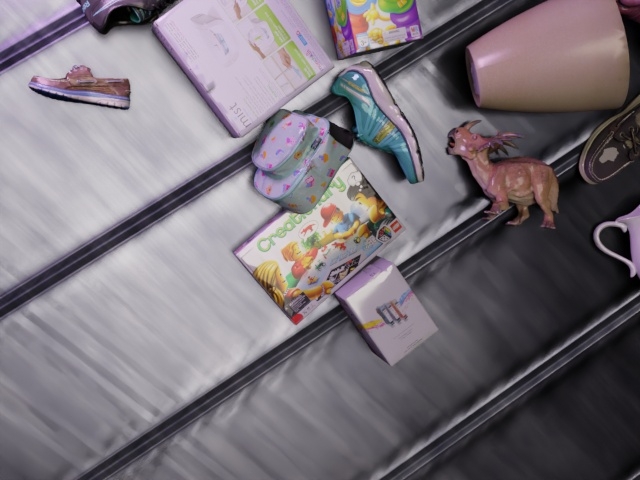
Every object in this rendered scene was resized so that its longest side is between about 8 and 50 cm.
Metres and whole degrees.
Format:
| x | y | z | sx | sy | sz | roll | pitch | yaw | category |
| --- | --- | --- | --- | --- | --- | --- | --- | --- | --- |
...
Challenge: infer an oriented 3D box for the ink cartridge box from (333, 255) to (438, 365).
| x | y | z | sx | sy | sz | roll | pitch | yaw | category |
| --- | --- | --- | --- | --- | --- | --- | --- | --- | --- |
| 0.127 | 0.140 | 1.650 | 0.127 | 0.128 | 0.176 | -36 | 102 | -7 | ink cartridge box |

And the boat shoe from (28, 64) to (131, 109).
| x | y | z | sx | sy | sz | roll | pitch | yaw | category |
| --- | --- | --- | --- | --- | --- | --- | --- | --- | --- |
| -0.445 | -0.290 | 1.498 | 0.183 | 0.066 | 0.066 | 7 | 90 | -24 | boat shoe |

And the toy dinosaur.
| x | y | z | sx | sy | sz | roll | pitch | yaw | category |
| --- | --- | --- | --- | --- | --- | --- | --- | --- | --- |
| 0.417 | -0.136 | 1.699 | 0.295 | 0.127 | 0.200 | 12 | 87 | -20 | toy dinosaur |

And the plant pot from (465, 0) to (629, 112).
| x | y | z | sx | sy | sz | roll | pitch | yaw | category |
| --- | --- | --- | --- | --- | --- | --- | --- | --- | --- |
| 0.442 | -0.362 | 1.629 | 0.274 | 0.256 | 0.257 | -13 | 99 | 4 | plant pot |

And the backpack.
| x | y | z | sx | sy | sz | roll | pitch | yaw | category |
| --- | --- | --- | --- | --- | --- | --- | --- | --- | --- |
| -0.047 | -0.152 | 1.548 | 0.144 | 0.166 | 0.188 | 21 | 96 | -38 | backpack |

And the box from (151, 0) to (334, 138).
| x | y | z | sx | sy | sz | roll | pitch | yaw | category |
| --- | --- | --- | --- | --- | --- | --- | --- | --- | --- |
| -0.147 | -0.363 | 1.526 | 0.231 | 0.127 | 0.262 | -39 | 104 | -6 | box |

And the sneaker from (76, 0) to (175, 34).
| x | y | z | sx | sy | sz | roll | pitch | yaw | category |
| --- | --- | --- | --- | --- | --- | --- | --- | --- | --- |
| -0.306 | -0.449 | 1.474 | 0.267 | 0.101 | 0.106 | -21 | 71 | -12 | sneaker |

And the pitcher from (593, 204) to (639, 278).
| x | y | z | sx | sy | sz | roll | pitch | yaw | category |
| --- | --- | --- | --- | --- | --- | --- | --- | --- | --- |
| 0.726 | 0.026 | 1.800 | 0.177 | 0.125 | 0.207 | -27 | 92 | 11 | pitcher |

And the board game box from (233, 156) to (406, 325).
| x | y | z | sx | sy | sz | roll | pitch | yaw | category |
| --- | --- | --- | --- | --- | --- | --- | --- | --- | --- |
| 0.000 | 0.000 | 1.641 | 0.305 | 0.053 | 0.193 | -41 | 103 | -6 | board game box |

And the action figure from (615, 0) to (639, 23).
| x | y | z | sx | sy | sz | roll | pitch | yaw | category |
| --- | --- | --- | --- | --- | --- | --- | --- | --- | --- |
| 0.685 | -0.506 | 1.711 | 0.370 | 0.248 | 0.276 | 13 | 118 | -16 | action figure |

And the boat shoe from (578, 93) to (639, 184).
| x | y | z | sx | sy | sz | roll | pitch | yaw | category |
| --- | --- | --- | --- | --- | --- | --- | --- | --- | --- |
| 0.686 | -0.235 | 1.763 | 0.285 | 0.092 | 0.103 | -42 | 104 | -6 | boat shoe |

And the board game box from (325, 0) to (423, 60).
| x | y | z | sx | sy | sz | roll | pitch | yaw | category |
| --- | --- | --- | --- | --- | --- | --- | --- | --- | --- |
| 0.085 | -0.506 | 1.559 | 0.142 | 0.144 | 0.275 | -15 | 99 | -11 | board game box |

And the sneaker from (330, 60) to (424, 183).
| x | y | z | sx | sy | sz | roll | pitch | yaw | category |
| --- | --- | --- | --- | --- | --- | --- | --- | --- | --- |
| 0.123 | -0.229 | 1.638 | 0.110 | 0.107 | 0.275 | -32 | 98 | 11 | sneaker |
